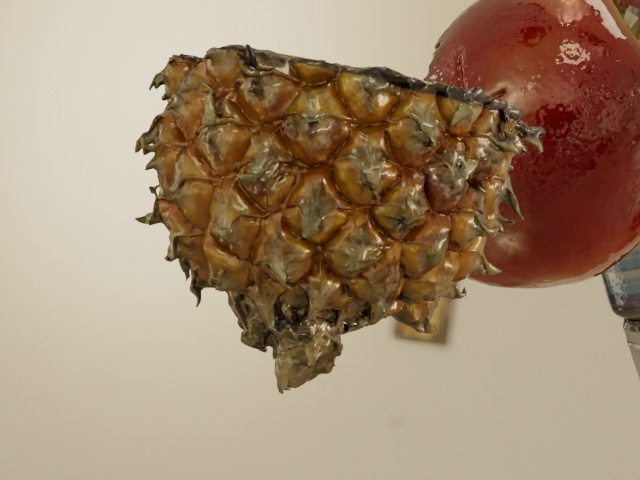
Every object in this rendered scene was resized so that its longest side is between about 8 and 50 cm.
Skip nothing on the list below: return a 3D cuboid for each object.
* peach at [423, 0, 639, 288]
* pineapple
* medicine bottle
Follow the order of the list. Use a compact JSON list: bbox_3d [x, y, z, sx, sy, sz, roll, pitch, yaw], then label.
[{"bbox_3d":[0.152,-0.072,1.216,0.196,0.226,0.190,42,31,-2],"label":"peach"},{"bbox_3d":[-0.001,0.000,0.768,0.176,0.136,0.161,14,-9,-41],"label":"pineapple"},{"bbox_3d":[0.282,0.032,1.491,0.083,0.203,0.083,-18,9,3],"label":"medicine bottle"}]
